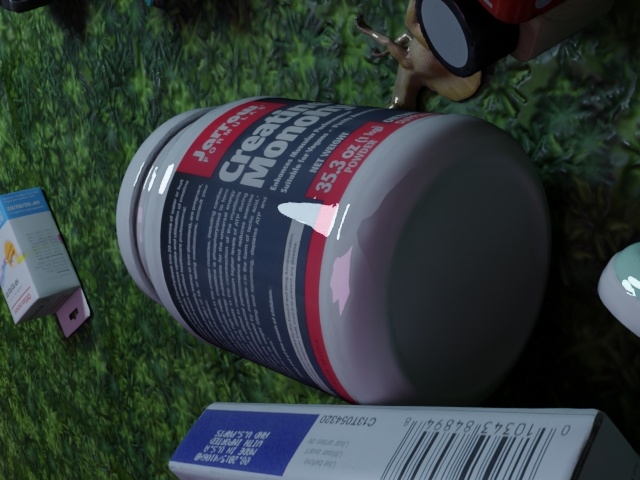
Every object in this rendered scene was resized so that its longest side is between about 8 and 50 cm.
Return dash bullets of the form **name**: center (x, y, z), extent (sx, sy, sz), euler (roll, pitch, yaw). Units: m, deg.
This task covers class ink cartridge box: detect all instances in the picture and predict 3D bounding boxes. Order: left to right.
- **ink cartridge box**: center (-0.370, 0.037, 1.190), extent (0.104, 0.061, 0.181), euler (-37, 75, 49)
- **ink cartridge box**: center (0.106, 0.225, 0.562), extent (0.324, 0.071, 0.330), euler (-13, 124, 51)

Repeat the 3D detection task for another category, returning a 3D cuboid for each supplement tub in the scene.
- **supplement tub**: center (0.000, 0.000, 0.638), extent (0.272, 0.191, 0.191), euler (14, 113, 46)

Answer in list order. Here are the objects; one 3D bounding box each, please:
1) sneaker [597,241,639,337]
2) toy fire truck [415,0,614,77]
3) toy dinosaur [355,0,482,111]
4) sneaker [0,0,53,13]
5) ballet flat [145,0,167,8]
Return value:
- **sneaker**: center (0.254, -0.003, 0.411), extent (0.256, 0.094, 0.151), euler (14, 120, 36)
- **toy fire truck**: center (0.087, -0.244, 0.452), extent (0.217, 0.158, 0.246), euler (54, 167, 23)
- **toy dinosaur**: center (0.081, -0.139, 0.619), extent (0.092, 0.053, 0.183), euler (54, 147, -1)
- **sneaker**: center (-0.278, -0.305, 0.946), extent (0.295, 0.104, 0.147), euler (21, 133, 37)
- **ballet flat**: center (-0.145, -0.301, 0.799), extent (0.074, 0.074, 0.203), euler (-27, 79, 50)
